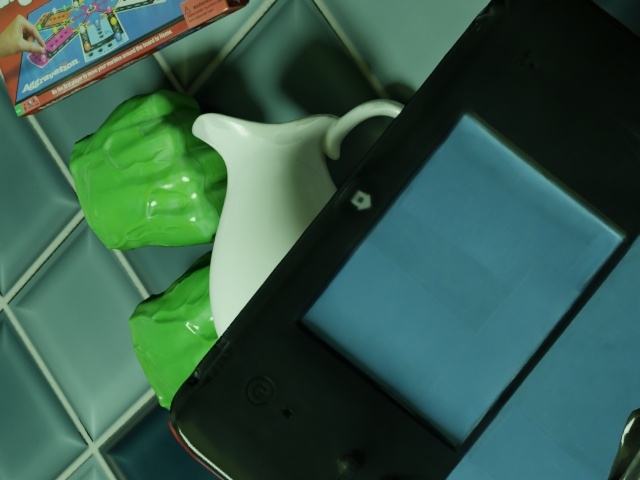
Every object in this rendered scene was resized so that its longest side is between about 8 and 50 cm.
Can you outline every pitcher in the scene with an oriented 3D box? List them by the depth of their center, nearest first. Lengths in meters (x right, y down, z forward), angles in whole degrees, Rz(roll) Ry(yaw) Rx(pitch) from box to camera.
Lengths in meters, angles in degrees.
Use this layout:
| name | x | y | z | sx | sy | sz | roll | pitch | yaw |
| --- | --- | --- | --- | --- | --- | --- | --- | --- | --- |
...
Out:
| name | x | y | z | sx | sy | sz | roll | pitch | yaw |
| --- | --- | --- | --- | --- | --- | --- | --- | --- | --- |
| pitcher | 0.000 | 0.000 | 1.344 | 0.178 | 0.125 | 0.207 | -9 | 81 | 12 |

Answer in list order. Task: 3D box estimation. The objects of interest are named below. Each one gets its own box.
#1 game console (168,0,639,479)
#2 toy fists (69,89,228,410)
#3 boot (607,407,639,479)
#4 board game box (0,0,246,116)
| name | x | y | z | sx | sy | sz | roll | pitch | yaw |
| --- | --- | --- | --- | --- | --- | --- | --- | --- | --- |
| game console | 0.146 | 0.071 | 1.126 | 0.342 | 0.060 | 0.386 | 39 | 87 | 1 |
| toy fists | -0.100 | 0.011 | 1.463 | 0.142 | 0.096 | 0.279 | -16 | 94 | 48 |
| boot | 0.335 | 0.083 | 1.021 | 0.223 | 0.118 | 0.338 | 40 | 97 | 3 |
| board game box | -0.190 | -0.217 | 1.512 | 0.281 | 0.027 | 0.145 | -21 | 88 | 41 |
